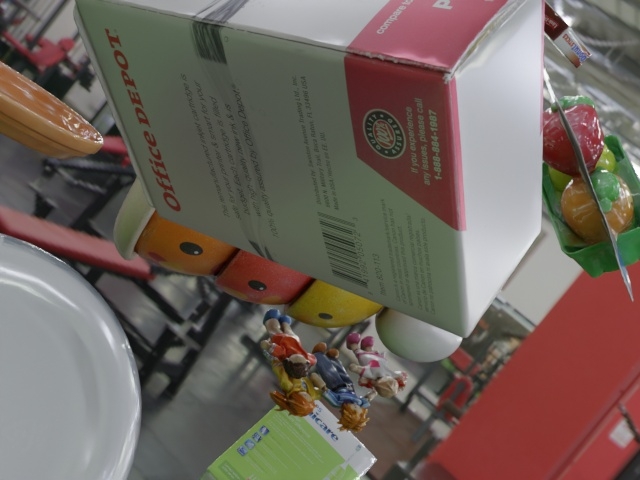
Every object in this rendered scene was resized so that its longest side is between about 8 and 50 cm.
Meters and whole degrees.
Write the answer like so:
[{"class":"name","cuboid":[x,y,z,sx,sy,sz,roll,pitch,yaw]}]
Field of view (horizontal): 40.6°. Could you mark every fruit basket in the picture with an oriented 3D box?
[{"class":"fruit basket","cuboid":[0.431,-0.126,1.391,0.327,0.165,0.353,-93,161,-48]}]

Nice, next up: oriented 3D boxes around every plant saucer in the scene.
[{"class":"plant saucer","cuboid":[-0.311,-0.139,0.860,0.200,0.037,0.200,34,5,-3]}]

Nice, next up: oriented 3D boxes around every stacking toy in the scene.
[{"class":"stacking toy","cuboid":[0.000,0.000,1.166,0.479,0.351,0.350,37,3,-3]}]

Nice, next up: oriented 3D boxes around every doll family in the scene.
[{"class":"doll family","cuboid":[0.007,0.221,1.346,0.262,0.118,0.163,17,24,-28]}]

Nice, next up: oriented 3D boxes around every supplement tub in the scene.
[{"class":"supplement tub","cuboid":[-0.237,0.097,0.551,0.193,0.194,0.316,38,-17,-17]}]

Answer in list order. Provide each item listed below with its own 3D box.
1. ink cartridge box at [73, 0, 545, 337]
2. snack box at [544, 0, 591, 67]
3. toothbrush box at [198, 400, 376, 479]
[{"class":"ink cartridge box","cuboid":[-0.004,-0.083,0.584,0.283,0.117,0.207,20,-38,31]},{"class":"snack box","cuboid":[0.190,-0.239,0.829,0.064,0.022,0.178,21,32,-53]},{"class":"toothbrush box","cuboid":[-0.066,0.431,1.579,0.206,0.122,0.283,43,44,9]}]
